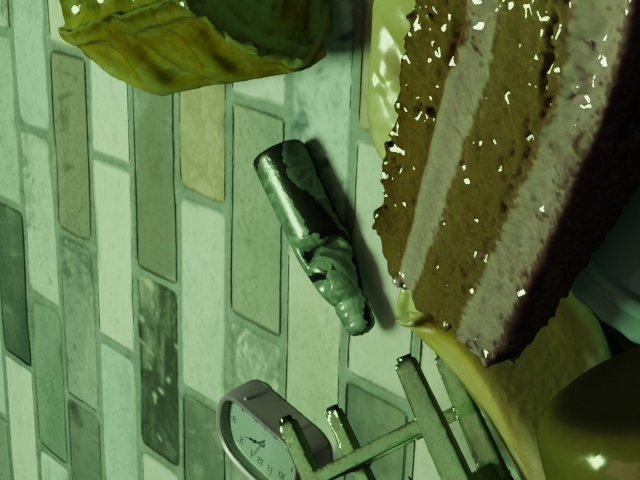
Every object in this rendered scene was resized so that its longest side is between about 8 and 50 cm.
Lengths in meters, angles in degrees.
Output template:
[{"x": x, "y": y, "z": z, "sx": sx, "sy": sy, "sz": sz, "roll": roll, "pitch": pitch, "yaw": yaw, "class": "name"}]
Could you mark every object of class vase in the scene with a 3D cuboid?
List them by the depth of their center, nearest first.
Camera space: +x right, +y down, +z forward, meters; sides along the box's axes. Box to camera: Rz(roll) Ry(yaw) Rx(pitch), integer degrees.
[{"x": 0.000, "y": 0.000, "z": 1.126, "sx": 0.060, "sy": 0.060, "sz": 0.211, "roll": -39, "pitch": 73, "yaw": 47, "class": "vase"}]

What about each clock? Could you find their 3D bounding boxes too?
[{"x": -0.060, "y": 0.240, "z": 1.277, "sx": 0.152, "sy": 0.050, "sz": 0.110, "roll": 34, "pitch": 126, "yaw": 38, "class": "clock"}]

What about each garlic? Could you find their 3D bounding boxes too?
[{"x": 0.157, "y": 0.116, "z": 0.904, "sx": 0.145, "sy": 0.164, "sz": 0.245, "roll": -30, "pitch": 89, "yaw": 47, "class": "garlic"}]

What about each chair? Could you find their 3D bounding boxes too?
[{"x": 0.096, "y": 0.240, "z": 0.937, "sx": 0.147, "sy": 0.136, "sz": 0.270, "roll": -30, "pitch": 78, "yaw": 17, "class": "chair"}]

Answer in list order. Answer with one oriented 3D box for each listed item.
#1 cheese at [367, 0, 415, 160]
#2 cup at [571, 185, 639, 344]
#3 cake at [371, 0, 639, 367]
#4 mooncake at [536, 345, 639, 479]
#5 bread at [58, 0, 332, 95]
[{"x": 0.121, "y": -0.128, "z": 0.903, "sx": 0.235, "sy": 0.117, "sz": 0.218, "roll": 60, "pitch": 140, "yaw": 22, "class": "cheese"}, {"x": 0.299, "y": -0.066, "z": 0.567, "sx": 0.331, "sy": 0.311, "sz": 0.257, "roll": 41, "pitch": 130, "yaw": 33, "class": "cup"}, {"x": 0.088, "y": -0.062, "z": 0.494, "sx": 0.116, "sy": 0.112, "sz": 0.295, "roll": 48, "pitch": 139, "yaw": 30, "class": "cake"}, {"x": 0.264, "y": 0.140, "z": 0.752, "sx": 0.234, "sy": 0.234, "sz": 0.117, "roll": -11, "pitch": 97, "yaw": 50, "class": "mooncake"}, {"x": -0.132, "y": -0.258, "z": 1.092, "sx": 0.252, "sy": 0.196, "sz": 0.239, "roll": -10, "pitch": 93, "yaw": 53, "class": "bread"}]
